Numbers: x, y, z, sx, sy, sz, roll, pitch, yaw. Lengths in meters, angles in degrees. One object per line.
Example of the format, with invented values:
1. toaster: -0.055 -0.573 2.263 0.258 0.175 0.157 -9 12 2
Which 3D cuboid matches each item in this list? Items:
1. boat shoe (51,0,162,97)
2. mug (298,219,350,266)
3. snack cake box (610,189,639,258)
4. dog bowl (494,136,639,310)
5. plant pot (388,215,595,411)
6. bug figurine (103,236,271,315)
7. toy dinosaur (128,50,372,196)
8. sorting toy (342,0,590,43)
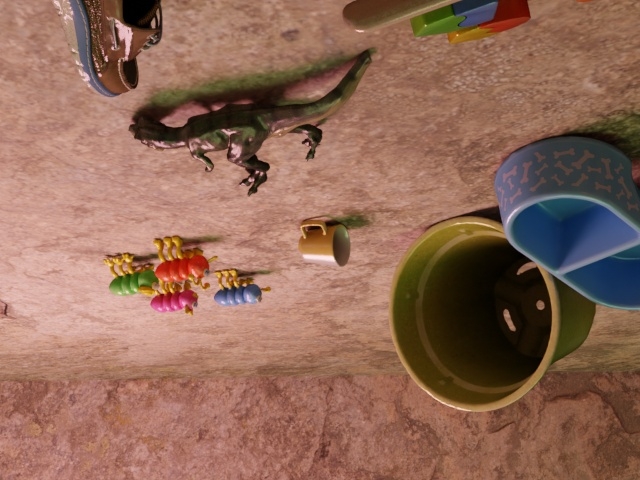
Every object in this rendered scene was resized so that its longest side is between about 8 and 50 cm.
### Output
1. boat shoe: -0.151 -0.164 0.543 0.066 0.066 0.183 -3 161 -2
2. mug: 0.002 0.001 1.083 0.064 0.078 0.062 -2 -164 28
3. snack cake box: 0.516 -0.024 0.991 0.264 0.089 0.152 -17 154 37
4. dog bowl: 0.338 -0.008 0.894 0.297 0.074 0.166 32 142 -24
5. plant pot: 0.290 0.107 1.139 0.276 0.276 0.254 -19 166 40
6. bug figurine: -0.223 0.075 1.232 0.216 0.072 0.279 -9 161 20
7. toy dinosaur: -0.059 -0.106 0.739 0.268 0.064 0.118 -12 152 19
8. sorting toy: 0.137 -0.162 0.468 0.193 0.038 0.208 -12 -171 28
